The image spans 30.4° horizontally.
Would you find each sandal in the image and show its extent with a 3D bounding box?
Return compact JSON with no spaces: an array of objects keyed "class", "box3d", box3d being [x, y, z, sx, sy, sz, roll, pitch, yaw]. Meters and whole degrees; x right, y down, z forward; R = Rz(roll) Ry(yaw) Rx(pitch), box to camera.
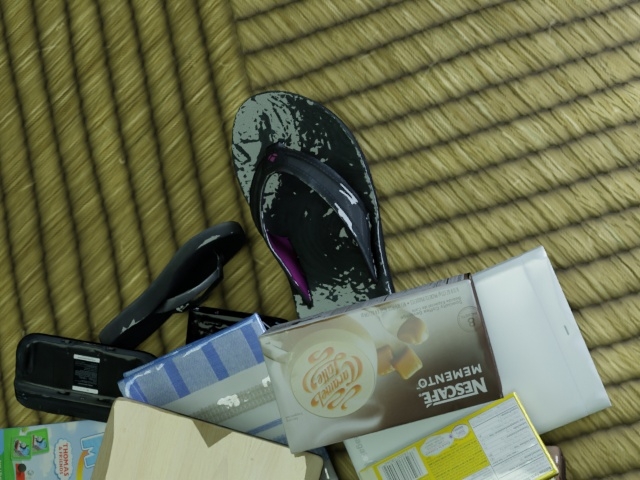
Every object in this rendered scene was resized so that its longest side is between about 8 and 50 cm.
[{"class":"sandal","box3d":[0.003,0.000,1.472,0.167,0.107,0.446,-25,76,13]},{"class":"sandal","box3d":[-0.181,0.071,1.535,0.254,0.097,0.054,-45,69,18]}]

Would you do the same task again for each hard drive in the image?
[{"class":"hard drive","box3d":[0.160,0.159,1.396,0.307,0.040,0.203,-24,89,8]}]

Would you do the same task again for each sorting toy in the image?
[{"class":"sorting toy","box3d":[-0.148,0.342,1.386,0.255,0.089,0.257,15,85,7]}]

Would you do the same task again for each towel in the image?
[{"class":"towel","box3d":[-0.107,0.257,1.451,0.209,0.034,0.285,-24,92,11]}]

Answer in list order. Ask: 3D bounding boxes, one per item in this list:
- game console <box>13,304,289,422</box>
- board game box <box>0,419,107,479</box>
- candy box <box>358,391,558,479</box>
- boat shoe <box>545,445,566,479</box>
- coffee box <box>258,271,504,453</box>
[{"class":"game console","box3d":[-0.219,0.178,1.501,0.361,0.044,0.213,9,98,8]},{"class":"board game box","box3d":[-0.340,0.323,1.571,0.211,0.039,0.160,-9,78,16]},{"class":"candy box","box3d":[0.156,0.266,1.342,0.205,0.027,0.105,-27,69,4]},{"class":"boat shoe","box3d":[0.235,0.367,1.350,0.095,0.095,0.258,-4,68,17]},{"class":"coffee box","box3d":[0.071,0.137,1.335,0.246,0.098,0.141,-15,91,8]}]
